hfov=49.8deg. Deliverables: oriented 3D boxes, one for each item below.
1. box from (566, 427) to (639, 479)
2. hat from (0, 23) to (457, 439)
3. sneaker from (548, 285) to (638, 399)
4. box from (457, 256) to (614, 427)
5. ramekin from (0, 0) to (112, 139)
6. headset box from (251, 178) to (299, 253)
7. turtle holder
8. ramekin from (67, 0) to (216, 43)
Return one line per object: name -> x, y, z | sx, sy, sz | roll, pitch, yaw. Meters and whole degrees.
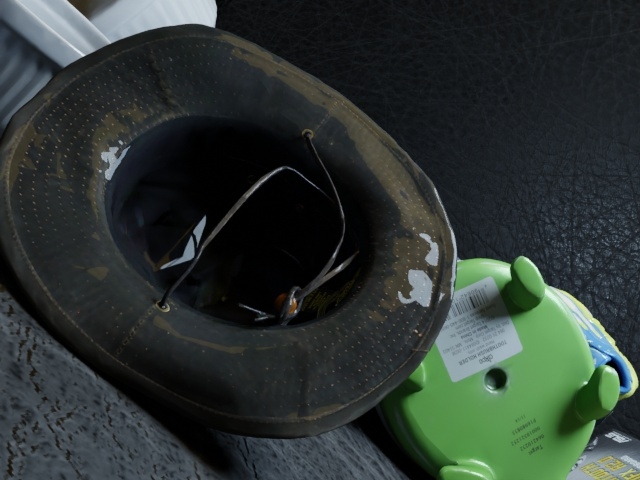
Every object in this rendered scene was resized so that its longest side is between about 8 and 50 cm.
box -> 0.363, 0.327, 0.896 | 0.231, 0.183, 0.056 | 130, -60, -87
hat -> -0.071, 0.000, 0.530 | 0.331, 0.331, 0.134 | 44, -33, 5
sneaker -> 0.451, 0.169, 1.180 | 0.240, 0.091, 0.126 | 46, 7, 16
box -> 0.290, 0.226, 1.166 | 0.293, 0.212, 0.395 | 47, 7, 34
ramekin -> -0.277, -0.173, 0.629 | 0.207, 0.109, 0.207 | 44, 8, -8
headset box -> -0.087, -0.025, 0.782 | 0.283, 0.131, 0.246 | 46, 7, 27
turtle holder -> 0.196, 0.172, 0.797 | 0.320, 0.243, 0.227 | 38, -9, -4
ramekin -> -0.255, -0.275, 0.862 | 0.273, 0.273, 0.127 | 50, -4, 47
